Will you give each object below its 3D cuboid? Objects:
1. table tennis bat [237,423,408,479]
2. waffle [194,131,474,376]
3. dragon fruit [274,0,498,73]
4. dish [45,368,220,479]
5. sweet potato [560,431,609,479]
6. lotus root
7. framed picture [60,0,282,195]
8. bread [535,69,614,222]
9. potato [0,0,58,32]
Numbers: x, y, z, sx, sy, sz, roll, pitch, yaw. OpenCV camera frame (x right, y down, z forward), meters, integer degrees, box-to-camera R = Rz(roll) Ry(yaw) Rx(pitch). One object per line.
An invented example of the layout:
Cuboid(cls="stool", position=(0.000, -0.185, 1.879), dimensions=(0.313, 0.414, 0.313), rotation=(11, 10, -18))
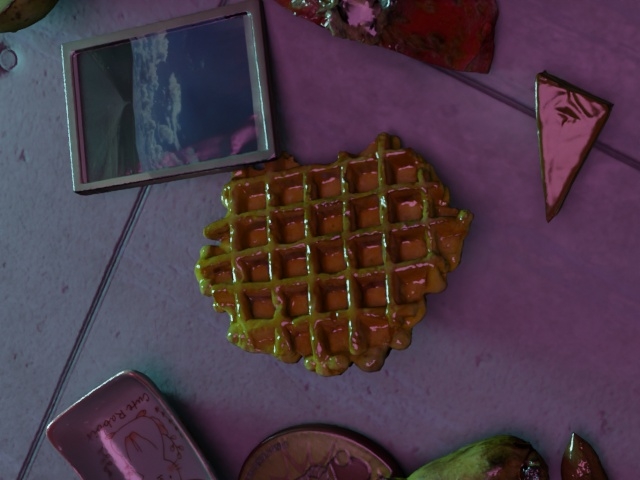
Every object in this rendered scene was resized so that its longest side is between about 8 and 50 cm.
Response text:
Cuboid(cls="table tennis bat", position=(0.046, 0.328, 1.471), dimensions=(0.310, 0.038, 0.200), rotation=(18, 104, 16))
Cuboid(cls="waffle", position=(0.009, 0.002, 1.362), dimensions=(0.300, 0.058, 0.282), rotation=(14, 74, 24))
Cuboid(cls="dragon fruit", position=(0.065, -0.262, 1.281), dimensions=(0.262, 0.211, 0.134), rotation=(21, 112, 6))
Cuboid(cls="dish", position=(-0.209, 0.265, 1.508), dimensions=(0.151, 0.077, 0.212), rotation=(-35, 88, 17))
Cuboid(cls="sweet potato", position=(0.303, 0.308, 1.377), dimensions=(0.060, 0.068, 0.206), rotation=(-18, 101, 35))
Cuboid(cls="lotus root", position=(0.160, 0.276, 1.391), dimensions=(0.190, 0.094, 0.108), rotation=(-12, 54, 16))
Cuboid(cls="framed picture", position=(-0.174, -0.160, 1.437), dimensions=(0.259, 0.023, 0.189), rotation=(-9, 81, 18))
Cuboid(cls="bread", position=(0.240, -0.098, 1.322), dimensions=(0.084, 0.074, 0.139), rotation=(27, 107, 10))
Cuboid(cls="potato", position=(-0.379, -0.301, 1.431), dimensions=(0.271, 0.111, 0.160), rotation=(14, 83, 33))
